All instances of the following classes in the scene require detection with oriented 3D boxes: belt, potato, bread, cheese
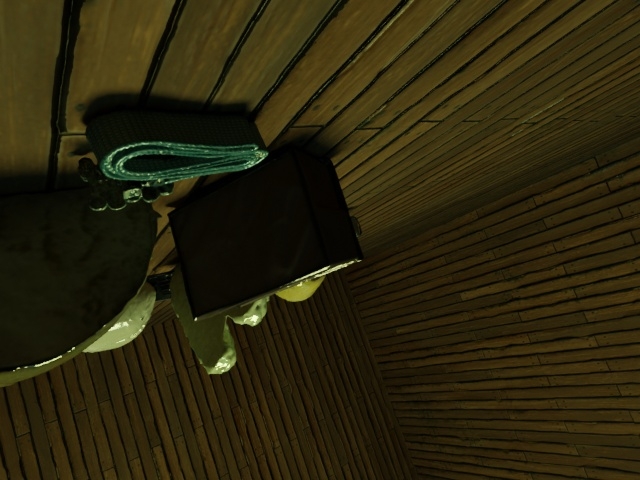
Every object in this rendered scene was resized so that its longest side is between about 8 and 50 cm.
[{"bbox_3d":[-0.141,-0.086,0.439,0.179,0.065,0.100,-12,159,-39],"label":"belt"},{"bbox_3d":[-0.331,0.067,0.541,0.211,0.189,0.264,-13,170,-41],"label":"potato"},{"bbox_3d":[-0.083,0.093,1.379,0.197,0.197,0.170,-14,158,-35],"label":"bread"},{"bbox_3d":[-0.467,0.153,0.913,0.198,0.154,0.189,-10,148,-35],"label":"cheese"}]

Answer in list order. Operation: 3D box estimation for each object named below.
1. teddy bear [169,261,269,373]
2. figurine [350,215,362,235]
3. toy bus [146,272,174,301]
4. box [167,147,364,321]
[{"bbox_3d":[-0.187,0.156,1.114,0.362,0.375,0.327,26,97,-51],"label":"teddy bear"},{"bbox_3d":[0.000,0.000,1.217,0.138,0.110,0.245,0,158,-40],"label":"figurine"},{"bbox_3d":[-0.430,0.128,1.147,0.167,0.073,0.076,-7,169,-43],"label":"toy bus"},{"bbox_3d":[-0.088,-0.005,0.670,0.252,0.188,0.153,-20,172,20],"label":"box"}]
